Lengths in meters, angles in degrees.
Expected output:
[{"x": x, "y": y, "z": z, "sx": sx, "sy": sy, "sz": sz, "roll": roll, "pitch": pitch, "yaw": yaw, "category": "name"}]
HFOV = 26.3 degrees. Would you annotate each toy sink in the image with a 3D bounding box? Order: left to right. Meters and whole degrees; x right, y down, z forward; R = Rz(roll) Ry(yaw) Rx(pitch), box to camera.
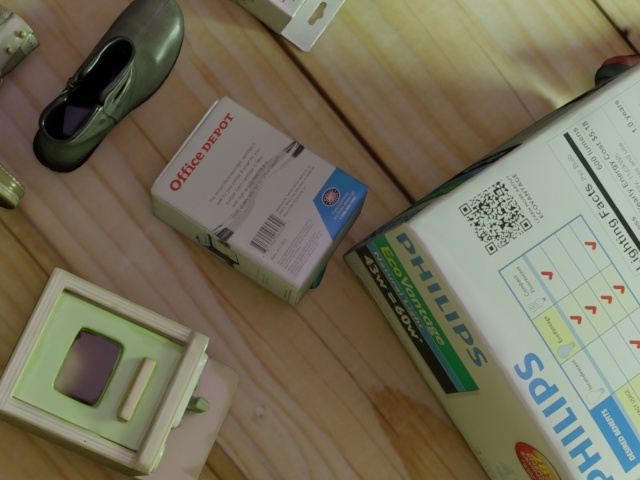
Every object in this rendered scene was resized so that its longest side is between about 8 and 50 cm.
[{"x": -0.199, "y": 0.149, "z": 1.387, "sx": 0.234, "sy": 0.131, "sz": 0.153, "roll": 27, "pitch": 74, "yaw": -10, "category": "toy sink"}]

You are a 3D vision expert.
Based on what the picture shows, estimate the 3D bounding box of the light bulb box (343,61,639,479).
[{"x": 0.284, "y": 0.052, "z": 1.498, "sx": 0.361, "sy": 0.225, "sz": 0.358, "roll": -33, "pitch": 90, "yaw": -19, "category": "light bulb box"}]

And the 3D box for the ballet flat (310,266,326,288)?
[{"x": 0.000, "y": 0.000, "z": 1.529, "sx": 0.041, "sy": 0.041, "sz": 0.114, "roll": 28, "pitch": 73, "yaw": -9, "category": "ballet flat"}]

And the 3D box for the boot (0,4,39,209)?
[{"x": -0.350, "y": -0.153, "z": 1.435, "sx": 0.213, "sy": 0.077, "sz": 0.165, "roll": 45, "pitch": 69, "yaw": -3, "category": "boot"}]

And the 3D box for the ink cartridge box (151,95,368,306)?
[{"x": -0.066, "y": -0.042, "z": 1.471, "sx": 0.191, "sy": 0.082, "sz": 0.139, "roll": 33, "pitch": 72, "yaw": 7, "category": "ink cartridge box"}]

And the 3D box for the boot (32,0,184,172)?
[{"x": -0.209, "y": -0.179, "z": 1.433, "sx": 0.083, "sy": 0.161, "sz": 0.246, "roll": 36, "pitch": 72, "yaw": -7, "category": "boot"}]

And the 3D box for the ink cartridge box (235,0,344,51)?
[{"x": -0.054, "y": -0.312, "z": 1.557, "sx": 0.181, "sy": 0.061, "sz": 0.104, "roll": 36, "pitch": 72, "yaw": -7, "category": "ink cartridge box"}]

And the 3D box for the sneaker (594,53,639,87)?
[{"x": 0.458, "y": -0.196, "z": 1.666, "sx": 0.276, "sy": 0.097, "sz": 0.135, "roll": 10, "pitch": 77, "yaw": -16, "category": "sneaker"}]
